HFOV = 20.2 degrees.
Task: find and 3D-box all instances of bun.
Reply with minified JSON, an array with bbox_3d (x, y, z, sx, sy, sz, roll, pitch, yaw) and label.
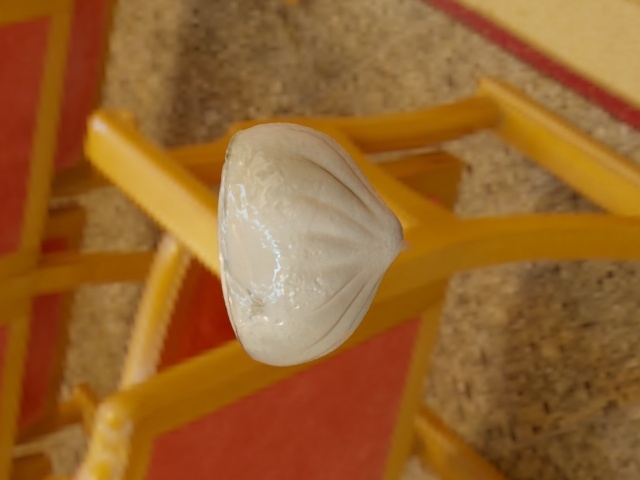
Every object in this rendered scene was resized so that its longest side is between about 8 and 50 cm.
[{"bbox_3d":[0.000,0.000,1.002,0.094,0.138,0.138,-4,94,10],"label":"bun"}]
